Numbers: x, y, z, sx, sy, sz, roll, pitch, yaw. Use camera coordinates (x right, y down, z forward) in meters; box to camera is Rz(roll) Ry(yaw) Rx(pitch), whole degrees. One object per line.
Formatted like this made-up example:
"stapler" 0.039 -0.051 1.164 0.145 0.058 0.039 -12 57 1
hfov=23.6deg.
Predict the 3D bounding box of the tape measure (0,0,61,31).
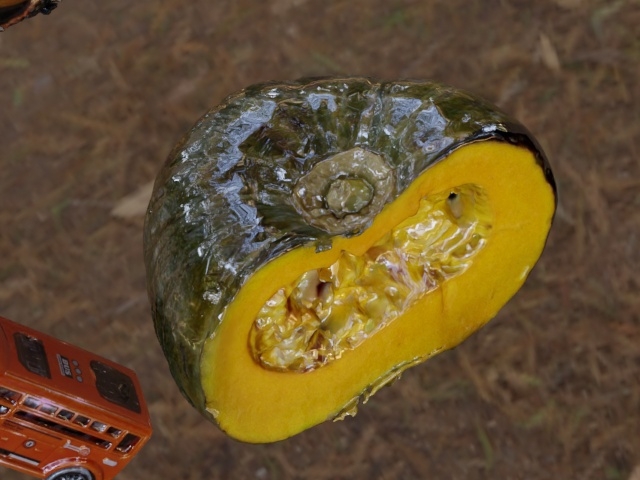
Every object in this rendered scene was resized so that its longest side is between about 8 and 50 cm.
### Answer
"tape measure" -0.124 -0.184 0.556 0.135 0.223 0.202 29 42 14

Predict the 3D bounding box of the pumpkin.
"pumpkin" 0.000 0.000 1.171 0.325 0.242 0.232 -26 39 -21

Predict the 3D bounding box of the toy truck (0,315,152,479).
"toy truck" -0.275 0.135 1.349 0.114 0.253 0.107 -43 44 20
